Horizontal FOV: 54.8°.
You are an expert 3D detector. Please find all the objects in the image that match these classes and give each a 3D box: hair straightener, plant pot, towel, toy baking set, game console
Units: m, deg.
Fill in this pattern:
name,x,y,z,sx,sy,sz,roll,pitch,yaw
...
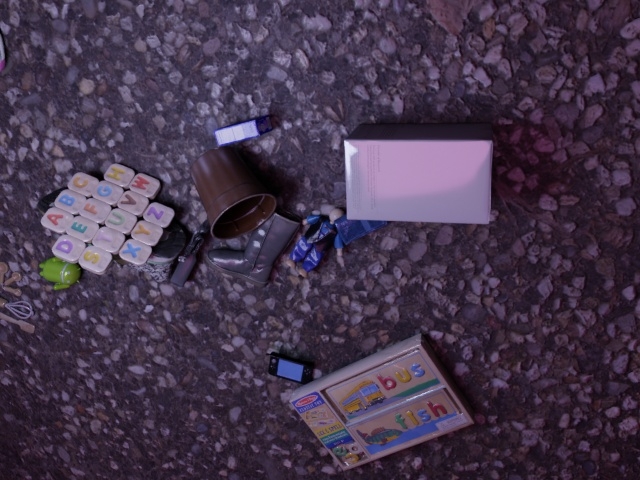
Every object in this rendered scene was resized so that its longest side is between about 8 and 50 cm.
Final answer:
name,x,y,z,sx,sy,sz,roll,pitch,yaw
hair straightener,-0.321,0.032,1.567,0.047,0.089,0.230,35,115,-4
plant pot,-0.210,-0.117,1.423,0.167,0.167,0.165,-41,68,25
towel,0.094,-0.043,1.437,0.119,0.029,0.067,-25,113,5
toy baking set,-0.947,0.170,1.822,0.196,0.030,0.256,-6,110,17
game console,-0.085,0.342,1.638,0.122,0.071,0.107,14,114,9

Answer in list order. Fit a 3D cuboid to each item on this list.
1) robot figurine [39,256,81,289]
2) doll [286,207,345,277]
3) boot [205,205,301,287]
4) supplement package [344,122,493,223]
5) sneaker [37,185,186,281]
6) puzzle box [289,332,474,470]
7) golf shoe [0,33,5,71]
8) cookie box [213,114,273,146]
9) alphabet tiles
name,x,y,z,sx,sy,sz,roll,pitch,yaw
robot figurine,-0.715,0.085,1.705,0.115,0.067,0.101,12,112,10
doll,0.000,0.000,1.491,0.129,0.046,0.189,37,110,5
boot,-0.168,-0.001,1.521,0.189,0.076,0.209,20,122,-8
supplement package,0.211,-0.146,1.303,0.292,0.177,0.176,2,112,15
sneaker,-0.548,0.000,1.595,0.410,0.158,0.182,24,130,9
puzzle box,0.156,0.430,1.610,0.408,0.052,0.272,-30,105,23
golf shoe,-0.868,-0.533,1.459,0.115,0.140,0.306,-19,107,19
cookie box,-0.176,-0.252,1.412,0.107,0.092,0.040,-10,105,19
alphabet tiles,-0.513,-0.058,1.498,0.277,0.284,0.021,22,152,5
